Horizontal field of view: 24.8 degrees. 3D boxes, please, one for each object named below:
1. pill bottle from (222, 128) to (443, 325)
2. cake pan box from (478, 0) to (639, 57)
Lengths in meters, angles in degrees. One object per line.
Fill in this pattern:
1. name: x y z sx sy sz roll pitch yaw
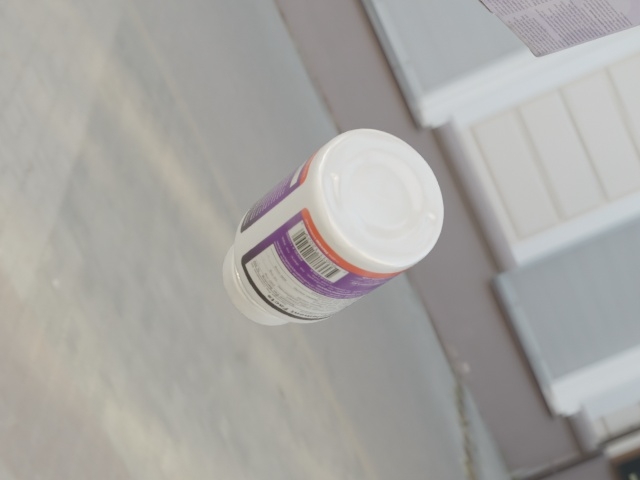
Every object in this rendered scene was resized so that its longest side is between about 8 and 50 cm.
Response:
1. pill bottle: 0.000 0.000 1.102 0.193 0.108 0.108 -35 -106 56
2. cake pan box: 0.259 -0.306 1.473 0.267 0.246 0.070 35 49 -41
